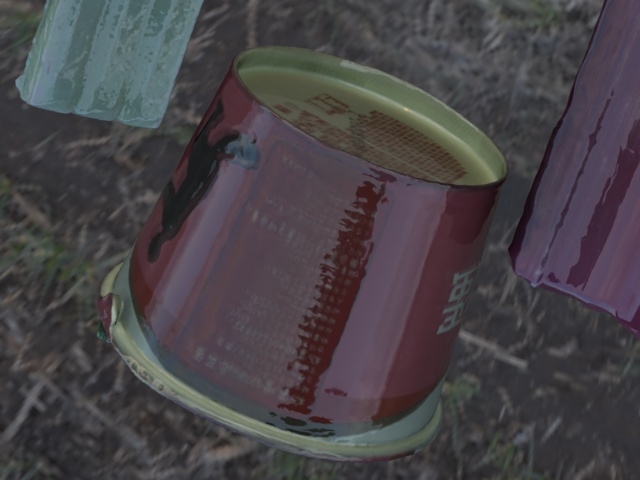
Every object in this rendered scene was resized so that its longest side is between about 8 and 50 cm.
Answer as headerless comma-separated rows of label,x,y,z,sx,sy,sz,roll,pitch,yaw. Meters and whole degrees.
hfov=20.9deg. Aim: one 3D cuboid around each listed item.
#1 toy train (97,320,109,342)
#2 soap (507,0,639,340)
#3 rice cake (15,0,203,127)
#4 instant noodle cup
toy train,-0.070,0.079,1.271,0.170,0.111,0.071,21,90,-31
soap,0.253,-0.134,1.014,0.128,0.233,0.360,28,114,21
rice cake,-0.136,-0.191,1.271,0.127,0.043,0.237,5,124,-31
instant noodle cup,0.000,0.000,1.063,0.234,0.235,0.178,25,112,5
